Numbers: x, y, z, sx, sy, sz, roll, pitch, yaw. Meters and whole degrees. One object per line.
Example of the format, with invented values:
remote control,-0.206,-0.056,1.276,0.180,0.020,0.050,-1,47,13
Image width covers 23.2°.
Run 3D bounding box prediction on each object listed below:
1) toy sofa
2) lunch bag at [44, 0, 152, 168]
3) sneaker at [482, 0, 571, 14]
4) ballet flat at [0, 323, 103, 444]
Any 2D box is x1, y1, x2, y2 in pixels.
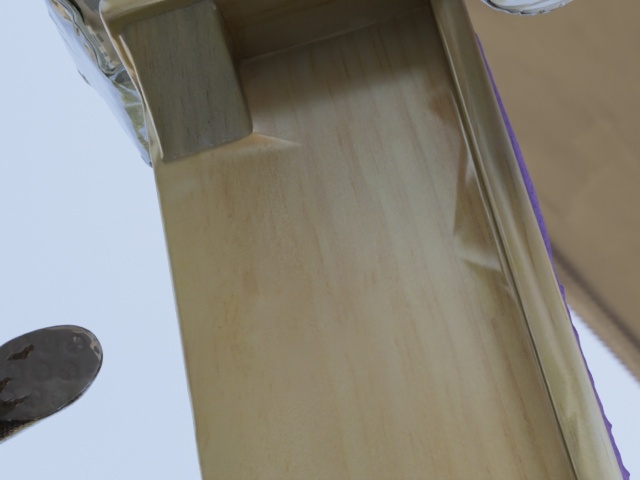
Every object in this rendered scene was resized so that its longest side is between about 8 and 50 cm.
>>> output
toy sofa,0.028,0.058,0.599,0.150,0.362,0.177,-17,-38,6
lunch bag,-0.092,-0.229,1.417,0.169,0.287,0.235,52,-9,15
sneaker,0.223,-0.281,1.168,0.111,0.297,0.129,50,-15,7
ballet flat,-0.307,0.161,1.452,0.250,0.058,0.084,-36,-104,4
